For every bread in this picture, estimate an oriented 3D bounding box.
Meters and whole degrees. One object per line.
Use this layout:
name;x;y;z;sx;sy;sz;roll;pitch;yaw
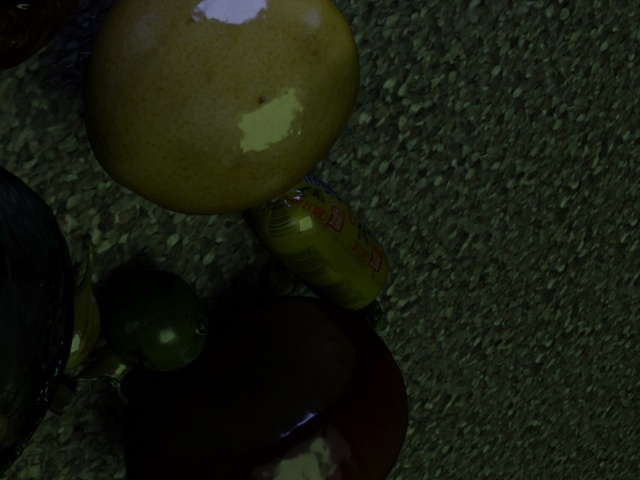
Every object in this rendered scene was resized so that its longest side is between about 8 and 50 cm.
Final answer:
bread;-0.348;0.191;1.952;0.062;0.109;0.043;36;88;-12

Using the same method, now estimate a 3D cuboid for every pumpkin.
pumpkin;-0.444;0.103;1.496;0.454;0.344;0.454;-41;149;-31

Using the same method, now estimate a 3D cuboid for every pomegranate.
pomegranate;-0.236;0.128;1.956;0.191;0.131;0.152;-39;148;-4

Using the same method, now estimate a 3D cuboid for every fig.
fig;-0.302;0.086;1.869;0.093;0.093;0.166;9;118;-52

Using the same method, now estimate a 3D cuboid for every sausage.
sausage;0.000;0.000;2.107;0.123;0.123;0.347;-49;147;-3

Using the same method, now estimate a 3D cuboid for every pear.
pear;-0.111;-0.174;1.670;0.314;0.314;0.314;-30;141;-28

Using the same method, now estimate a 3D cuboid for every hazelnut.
hazelnut;-0.074;0.269;2.085;0.409;0.359;0.359;-30;141;-24

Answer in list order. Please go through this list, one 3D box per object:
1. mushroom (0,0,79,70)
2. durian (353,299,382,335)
mushroom;-0.368;-0.270;1.331;0.345;0.239;0.345;-30;140;-29
durian;0.028;0.200;2.334;0.137;0.095;0.220;-58;161;-66
